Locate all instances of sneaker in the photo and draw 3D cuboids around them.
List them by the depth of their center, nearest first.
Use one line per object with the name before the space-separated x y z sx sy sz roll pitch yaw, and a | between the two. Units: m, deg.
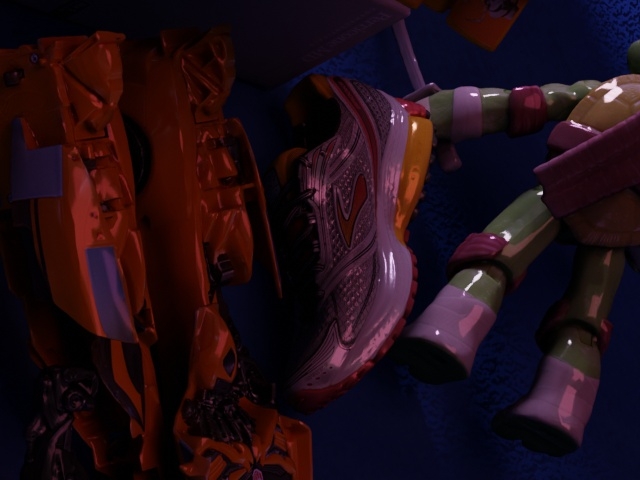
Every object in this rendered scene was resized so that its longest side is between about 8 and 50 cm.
sneaker | 0.000 0.000 1.149 0.092 0.088 0.225 26 49 -22

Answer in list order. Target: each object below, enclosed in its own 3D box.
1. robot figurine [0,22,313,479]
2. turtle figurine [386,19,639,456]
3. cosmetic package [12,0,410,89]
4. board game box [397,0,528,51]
robot figurine | -0.079 0.041 0.992 0.211 0.085 0.291 -16 95 -60
turtle figurine | 0.134 -0.012 1.271 0.266 0.274 0.198 -62 143 -20
cosmetic package | -0.075 -0.174 1.108 0.238 0.127 0.107 17 60 -39
board game box | -0.091 -0.266 0.999 0.390 0.050 0.390 26 22 -22
